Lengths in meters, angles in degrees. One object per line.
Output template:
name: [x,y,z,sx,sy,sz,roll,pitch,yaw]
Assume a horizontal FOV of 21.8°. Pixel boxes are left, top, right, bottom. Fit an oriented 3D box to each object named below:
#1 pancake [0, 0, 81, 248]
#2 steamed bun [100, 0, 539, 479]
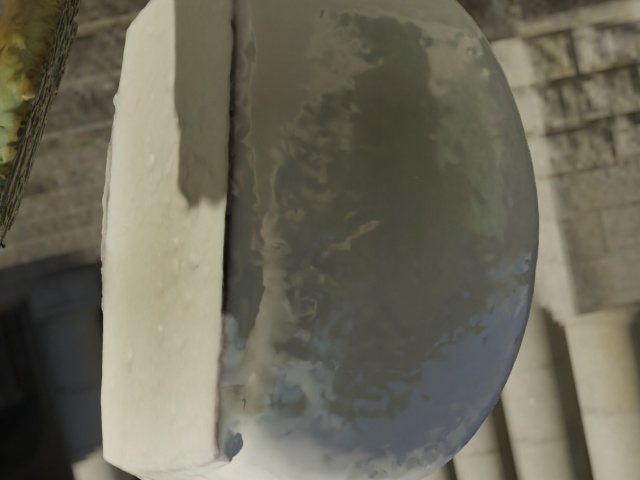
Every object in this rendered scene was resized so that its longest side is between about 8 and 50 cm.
pancake: [-0.200,-0.084,1.063,0.054,0.197,0.377,16,-131,-5]
steamed bun: [0.000,0.000,0.746,0.164,0.242,0.146,6,170,-31]
